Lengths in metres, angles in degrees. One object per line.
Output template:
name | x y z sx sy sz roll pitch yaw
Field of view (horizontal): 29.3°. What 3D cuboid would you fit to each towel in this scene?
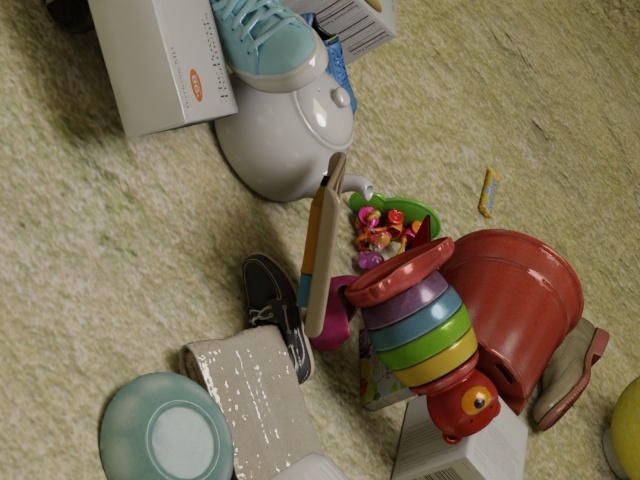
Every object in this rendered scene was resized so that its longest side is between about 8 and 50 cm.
towel | -0.081 0.260 1.673 0.187 0.049 0.282 -10 78 -52

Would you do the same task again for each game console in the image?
game console | 0.183 0.055 2.000 0.124 0.085 0.144 40 37 -31

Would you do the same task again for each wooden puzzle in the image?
wooden puzzle | 0.000 0.000 1.787 0.238 0.044 0.220 -82 -179 -71

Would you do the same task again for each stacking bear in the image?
stacking bear | 0.171 0.164 1.849 0.175 0.164 0.289 -31 96 -22

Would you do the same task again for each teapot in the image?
teapot | -0.036 -0.199 1.953 0.256 0.187 0.252 41 38 -31

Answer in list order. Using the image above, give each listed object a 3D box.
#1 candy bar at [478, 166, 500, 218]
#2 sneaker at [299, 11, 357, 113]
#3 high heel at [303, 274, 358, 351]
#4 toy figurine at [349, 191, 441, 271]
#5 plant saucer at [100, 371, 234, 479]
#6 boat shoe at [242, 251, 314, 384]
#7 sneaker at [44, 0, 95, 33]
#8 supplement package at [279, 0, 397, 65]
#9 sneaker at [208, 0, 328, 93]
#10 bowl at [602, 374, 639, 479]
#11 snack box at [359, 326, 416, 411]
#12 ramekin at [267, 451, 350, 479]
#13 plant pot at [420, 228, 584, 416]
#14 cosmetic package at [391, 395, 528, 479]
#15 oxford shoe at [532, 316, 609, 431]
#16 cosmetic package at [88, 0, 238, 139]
candy bar | 0.362 -0.101 2.622 0.040 0.018 0.161 51 33 -20
sneaker | 0.016 -0.317 2.213 0.209 0.082 0.069 54 31 -18
high heel | 0.042 0.106 1.902 0.244 0.117 0.082 -27 105 -58
toy figurine | 0.113 0.016 2.107 0.173 0.130 0.159 26 53 -15
plant saucer | -0.179 0.253 1.519 0.195 0.037 0.194 17 60 -33
boat shoe | -0.069 0.116 1.787 0.065 0.075 0.206 -19 89 -61
sneaker | -0.324 -0.412 1.765 0.162 0.106 0.281 13 57 -55
supplement package | 0.018 -0.463 2.267 0.244 0.134 0.139 36 42 -37
sneaker | -0.129 -0.350 1.857 0.366 0.135 0.150 42 -6 41
bowl | 0.696 0.430 2.598 0.289 0.156 0.289 34 43 -39
snack box | 0.112 0.193 1.969 0.037 0.100 0.141 34 42 -39
ramekin | -0.061 0.364 1.457 0.127 0.273 0.273 55 31 9
plant pot | 0.294 0.166 2.126 0.272 0.272 0.265 52 41 -18
cosmetic package | 0.228 0.347 1.982 0.151 0.151 0.183 49 36 -23
oxford shoe | 0.474 0.259 2.473 0.130 0.123 0.348 37 34 6
cosmetic package | -0.235 -0.341 1.702 0.284 0.098 0.377 -39 115 -74
